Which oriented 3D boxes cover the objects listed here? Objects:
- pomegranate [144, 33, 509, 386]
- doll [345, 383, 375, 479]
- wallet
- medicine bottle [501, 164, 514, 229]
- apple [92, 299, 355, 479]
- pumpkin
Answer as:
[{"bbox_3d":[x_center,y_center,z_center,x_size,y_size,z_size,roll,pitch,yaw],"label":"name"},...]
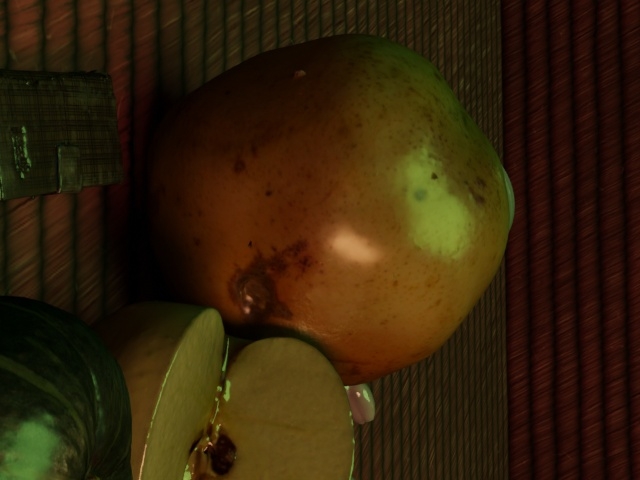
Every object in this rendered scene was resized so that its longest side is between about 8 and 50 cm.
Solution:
[{"bbox_3d":[0.009,-0.047,1.423,0.417,0.417,0.416,-2,90,-70],"label":"pomegranate"},{"bbox_3d":[-0.010,0.259,1.650,0.094,0.160,0.365,-42,143,-60],"label":"doll"},{"bbox_3d":[-0.261,-0.104,1.212,0.230,0.042,0.124,-18,102,-70],"label":"wallet"},{"bbox_3d":[0.171,-0.033,2.115,0.302,0.241,0.241,-34,120,-57],"label":"medicine bottle"},{"bbox_3d":[-0.135,0.201,1.238,0.295,0.233,0.257,23,75,-39],"label":"apple"},{"bbox_3d":[-0.261,0.190,0.961,0.300,0.207,0.300,2,90,-84],"label":"pumpkin"}]
